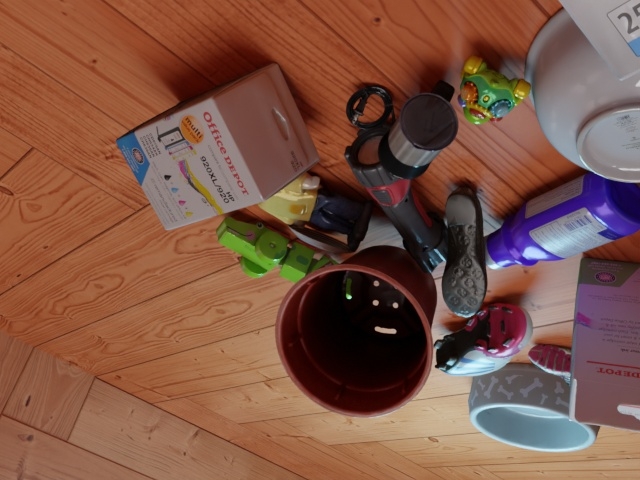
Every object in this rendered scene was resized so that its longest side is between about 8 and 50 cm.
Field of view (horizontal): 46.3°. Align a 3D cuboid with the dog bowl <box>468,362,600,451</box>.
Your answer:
[{"bbox_3d":[0.535,0.430,1.884,0.348,0.102,0.349,13,150,8],"label":"dog bowl"}]

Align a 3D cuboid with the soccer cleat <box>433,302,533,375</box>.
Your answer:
[{"bbox_3d":[0.378,0.218,1.627,0.143,0.116,0.331,10,155,-21],"label":"soccer cleat"}]

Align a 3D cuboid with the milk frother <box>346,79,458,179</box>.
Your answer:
[{"bbox_3d":[0.111,-0.172,1.069,0.143,0.129,0.135,12,165,-6],"label":"milk frother"}]

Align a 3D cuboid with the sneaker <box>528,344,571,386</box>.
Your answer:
[{"bbox_3d":[0.545,0.286,1.663,0.170,0.063,0.075,15,149,22],"label":"sneaker"}]

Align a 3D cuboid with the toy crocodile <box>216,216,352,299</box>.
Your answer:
[{"bbox_3d":[-0.056,0.041,1.555,0.340,0.105,0.115,27,149,-8],"label":"toy crocodile"}]

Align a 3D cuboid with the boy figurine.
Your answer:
[{"bbox_3d":[-0.048,-0.075,1.356,0.285,0.092,0.177,18,154,-9],"label":"boy figurine"}]

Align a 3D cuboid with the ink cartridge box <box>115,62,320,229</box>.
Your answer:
[{"bbox_3d":[-0.158,-0.144,1.168,0.232,0.168,0.171,-13,110,39],"label":"ink cartridge box"}]

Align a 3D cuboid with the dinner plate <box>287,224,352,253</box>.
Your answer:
[{"bbox_3d":[0.000,0.000,1.446,0.141,0.017,0.141,22,-172,-3],"label":"dinner plate"}]

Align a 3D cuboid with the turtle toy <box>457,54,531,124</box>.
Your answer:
[{"bbox_3d":[0.227,-0.197,1.026,0.095,0.066,0.130,28,-179,5],"label":"turtle toy"}]

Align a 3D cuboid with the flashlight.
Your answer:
[{"bbox_3d":[0.146,-0.070,1.271,0.103,0.103,0.304,-35,138,6],"label":"flashlight"}]

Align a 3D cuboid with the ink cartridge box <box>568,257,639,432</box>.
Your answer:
[{"bbox_3d":[0.526,0.200,1.247,0.207,0.353,0.119,6,135,17],"label":"ink cartridge box"}]

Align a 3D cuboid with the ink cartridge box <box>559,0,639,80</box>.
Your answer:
[{"bbox_3d":[0.341,-0.326,0.695,0.261,0.066,0.296,48,140,-13],"label":"ink cartridge box"}]

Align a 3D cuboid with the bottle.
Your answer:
[{"bbox_3d":[0.383,-0.022,1.226,0.118,0.092,0.283,27,148,-22],"label":"bottle"}]

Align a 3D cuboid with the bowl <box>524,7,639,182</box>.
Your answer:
[{"bbox_3d":[0.402,-0.166,0.944,0.297,0.134,0.298,12,149,7],"label":"bowl"}]

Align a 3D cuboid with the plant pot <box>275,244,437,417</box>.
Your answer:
[{"bbox_3d":[0.091,0.137,1.358,0.272,0.265,0.272,5,106,17],"label":"plant pot"}]

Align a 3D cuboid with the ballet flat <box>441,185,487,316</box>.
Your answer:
[{"bbox_3d":[0.253,0.020,1.312,0.084,0.058,0.250,4,118,23],"label":"ballet flat"}]
